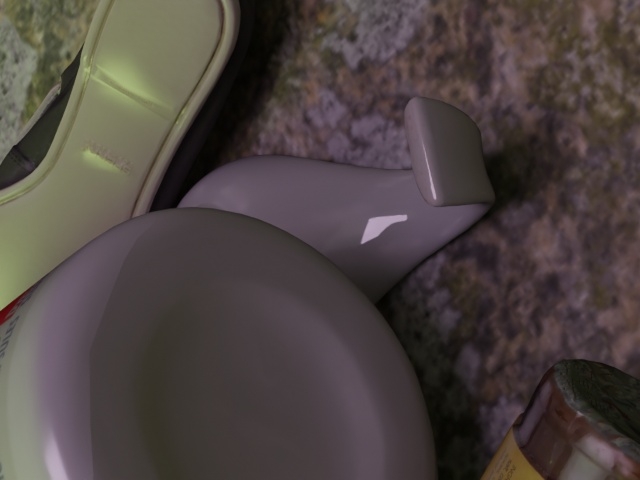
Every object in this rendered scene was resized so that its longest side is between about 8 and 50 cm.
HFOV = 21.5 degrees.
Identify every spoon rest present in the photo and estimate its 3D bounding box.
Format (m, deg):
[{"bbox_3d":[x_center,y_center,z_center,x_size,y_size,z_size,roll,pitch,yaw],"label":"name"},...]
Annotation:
[{"bbox_3d":[0.000,0.000,0.916,0.276,0.084,0.137,-26,69,49],"label":"spoon rest"}]

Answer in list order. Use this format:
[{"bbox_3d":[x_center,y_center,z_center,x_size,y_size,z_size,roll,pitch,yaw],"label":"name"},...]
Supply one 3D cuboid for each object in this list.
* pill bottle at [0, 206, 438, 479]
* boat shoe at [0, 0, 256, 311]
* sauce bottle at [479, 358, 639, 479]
[{"bbox_3d":[-0.146,0.162,0.898,0.407,0.229,0.229,-34,66,44],"label":"pill bottle"},{"bbox_3d":[-0.131,-0.044,1.019,0.112,0.095,0.335,35,117,1],"label":"boat shoe"},{"bbox_3d":[0.077,0.224,0.807,0.111,0.111,0.344,40,114,34],"label":"sauce bottle"}]
